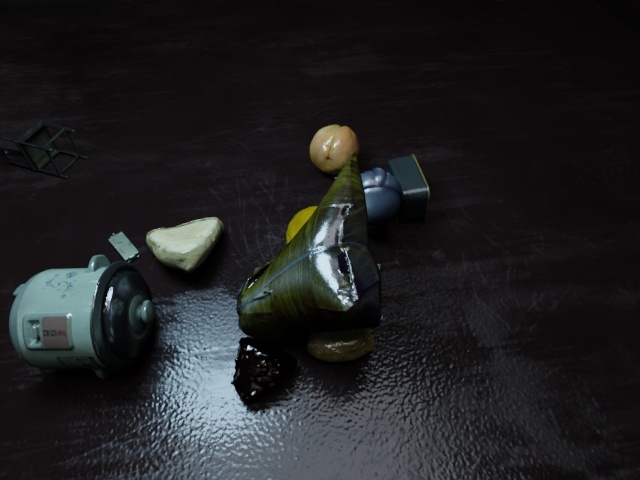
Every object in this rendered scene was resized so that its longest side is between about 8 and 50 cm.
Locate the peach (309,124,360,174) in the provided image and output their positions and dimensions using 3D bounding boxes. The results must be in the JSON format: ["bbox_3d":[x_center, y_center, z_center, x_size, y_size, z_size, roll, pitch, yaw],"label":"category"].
[{"bbox_3d":[0.050,-0.316,1.500,0.184,0.184,0.184,0,51,0],"label":"peach"}]

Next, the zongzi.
[{"bbox_3d":[-0.043,0.026,1.077,0.403,0.208,0.432,-18,64,35],"label":"zongzi"}]

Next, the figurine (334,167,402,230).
[{"bbox_3d":[0.156,-0.130,1.315,0.175,0.265,0.197,-18,79,2],"label":"figurine"}]

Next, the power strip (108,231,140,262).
[{"bbox_3d":[-0.614,0.017,1.328,0.051,0.019,0.136,-38,60,-25],"label":"power strip"}]

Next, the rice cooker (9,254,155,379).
[{"bbox_3d":[-0.555,0.188,1.040,0.317,0.264,0.316,0,91,2],"label":"rice cooker"}]

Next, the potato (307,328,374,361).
[{"bbox_3d":[0.050,0.256,1.087,0.171,0.080,0.107,-14,62,1],"label":"potato"}]

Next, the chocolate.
[{"bbox_3d":[-0.154,0.320,1.028,0.156,0.156,0.133,25,86,20],"label":"chocolate"}]

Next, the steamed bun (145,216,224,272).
[{"bbox_3d":[-0.398,0.029,1.257,0.231,0.110,0.212,-12,29,-5],"label":"steamed bun"}]

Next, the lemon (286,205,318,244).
[{"bbox_3d":[0.000,0.000,1.223,0.188,0.188,0.256,-26,47,-19],"label":"lemon"}]

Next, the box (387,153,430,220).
[{"bbox_3d":[0.281,-0.171,1.396,0.090,0.144,0.201,-9,52,-3],"label":"box"}]

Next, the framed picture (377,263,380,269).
[{"bbox_3d":[0.094,0.133,1.233,0.142,0.011,0.183,8,51,7],"label":"framed picture"}]

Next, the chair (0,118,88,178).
[{"bbox_3d":[-1.016,-0.336,1.539,0.260,0.154,0.141,15,52,9],"label":"chair"}]
